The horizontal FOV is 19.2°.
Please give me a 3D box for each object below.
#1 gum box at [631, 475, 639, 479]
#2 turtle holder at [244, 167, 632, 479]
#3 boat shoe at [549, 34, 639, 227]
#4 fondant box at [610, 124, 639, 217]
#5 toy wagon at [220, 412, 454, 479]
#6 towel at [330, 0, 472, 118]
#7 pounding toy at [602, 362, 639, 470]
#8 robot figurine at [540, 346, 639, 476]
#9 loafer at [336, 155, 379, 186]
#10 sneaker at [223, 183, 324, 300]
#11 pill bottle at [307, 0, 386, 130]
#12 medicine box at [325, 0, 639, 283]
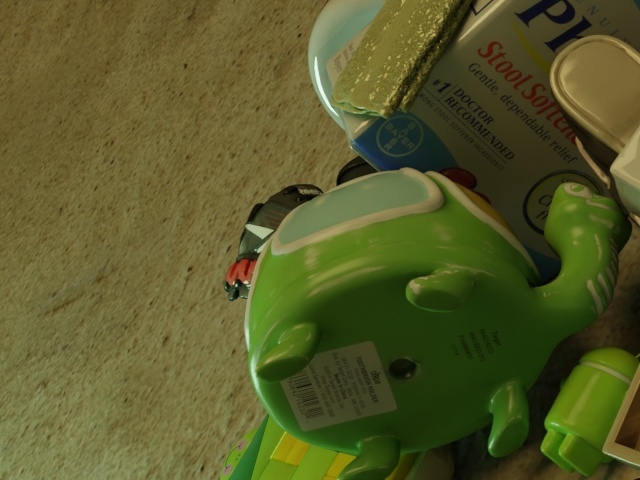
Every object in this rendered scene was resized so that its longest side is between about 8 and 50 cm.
[{"bbox_3d":[0.206,0.265,1.418,0.188,0.107,0.062,-36,32,25],"label":"gum box"},{"bbox_3d":[0.085,0.037,1.620,0.320,0.243,0.227,-40,33,26],"label":"turtle holder"},{"bbox_3d":[0.315,-0.037,1.565,0.112,0.095,0.335,-37,64,-1],"label":"boat shoe"},{"bbox_3d":[0.418,-0.110,1.453,0.238,0.096,0.330,34,85,25],"label":"fondant box"},{"bbox_3d":[-0.012,0.234,1.806,0.344,0.068,0.267,6,60,57],"label":"toy wagon"},{"bbox_3d":[0.070,-0.172,1.659,0.110,0.027,0.148,15,70,56],"label":"towel"},{"bbox_3d":[0.317,0.130,1.455,0.130,0.100,0.141,16,80,60],"label":"pounding toy"},{"bbox_3d":[0.231,0.138,1.575,0.115,0.067,0.101,-59,25,-16],"label":"robot figurine"},{"bbox_3d":[0.087,-0.062,1.992,0.078,0.076,0.223,-29,16,-37],"label":"loafer"},{"bbox_3d":[0.000,0.000,2.012,0.276,0.098,0.135,-7,70,52],"label":"sneaker"},{"bbox_3d":[0.138,-0.263,1.991,0.210,0.210,0.363,-27,22,36],"label":"pill bottle"},{"bbox_3d":[0.201,-0.145,1.746,0.289,0.263,0.149,-41,31,17],"label":"medicine box"}]
